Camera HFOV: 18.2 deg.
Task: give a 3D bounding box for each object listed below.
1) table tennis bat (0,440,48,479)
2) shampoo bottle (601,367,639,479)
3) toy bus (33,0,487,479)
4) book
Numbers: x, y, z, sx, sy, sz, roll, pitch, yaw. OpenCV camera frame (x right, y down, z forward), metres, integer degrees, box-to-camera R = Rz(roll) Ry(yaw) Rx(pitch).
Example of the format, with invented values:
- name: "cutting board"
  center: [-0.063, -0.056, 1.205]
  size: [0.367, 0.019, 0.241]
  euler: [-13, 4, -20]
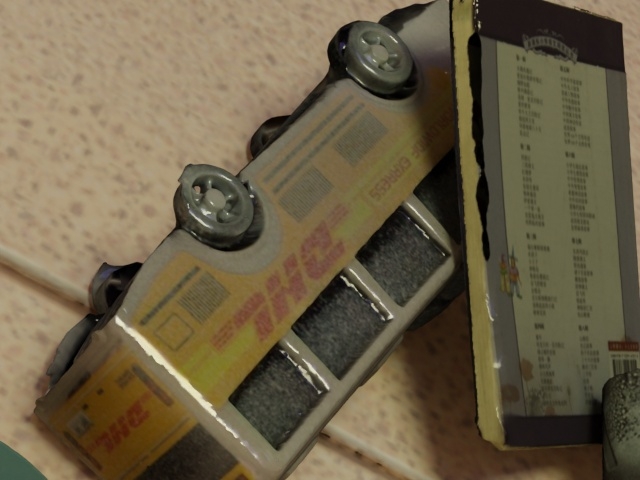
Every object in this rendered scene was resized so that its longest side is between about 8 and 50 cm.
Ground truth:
- name: "table tennis bat"
  center: [-0.142, 0.167, 0.780]
  size: [0.153, 0.040, 0.244]
  euler: [-6, 54, -37]
- name: "shampoo bottle"
  center: [0.169, 0.165, 0.961]
  size: [0.057, 0.063, 0.207]
  euler: [19, 59, -31]
- name: "toy bus"
  center: [0.000, 0.000, 0.978]
  size: [0.138, 0.097, 0.342]
  euler: [44, 42, 2]
- name: "book"
  center: [0.117, -0.010, 1.019]
  size: [0.157, 0.026, 0.231]
  euler: [6, 78, -55]
